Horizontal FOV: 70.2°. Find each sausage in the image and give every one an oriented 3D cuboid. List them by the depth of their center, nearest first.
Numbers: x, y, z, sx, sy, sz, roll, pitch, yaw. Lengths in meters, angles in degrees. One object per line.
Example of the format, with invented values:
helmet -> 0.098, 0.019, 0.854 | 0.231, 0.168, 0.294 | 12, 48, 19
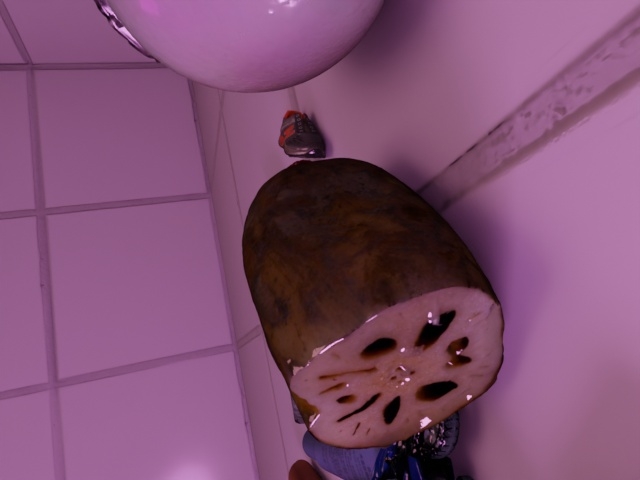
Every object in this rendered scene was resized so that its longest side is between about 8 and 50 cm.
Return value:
sausage -> -0.021, 0.668, 1.198 | 0.289, 0.086, 0.086 | 173, 89, -73

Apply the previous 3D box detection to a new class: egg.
egg -> -0.065, -0.348, 0.530 | 0.339, 0.354, 0.355 | 31, 130, 41

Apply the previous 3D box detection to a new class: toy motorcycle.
toy motorcycle -> 0.110, 0.307, 0.598 | 0.169, 0.113, 0.316 | -152, 70, -72

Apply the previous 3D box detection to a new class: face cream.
face cream -> 0.062, 0.398, 0.840 | 0.385, 0.086, 0.136 | -34, 75, 63

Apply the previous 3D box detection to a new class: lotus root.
lotus root -> 0.033, 0.039, 0.537 | 0.346, 0.250, 0.251 | -121, 29, -49

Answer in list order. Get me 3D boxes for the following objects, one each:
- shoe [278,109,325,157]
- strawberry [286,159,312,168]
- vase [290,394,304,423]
shoe -> -0.040, -0.213, 0.907 | 0.194, 0.074, 0.077 | -130, 41, -61
strawberry -> -0.036, -0.125, 0.921 | 0.096, 0.083, 0.083 | -18, 81, 63
vase -> -0.056, 0.374, 1.214 | 0.060, 0.059, 0.212 | 168, 94, -72
